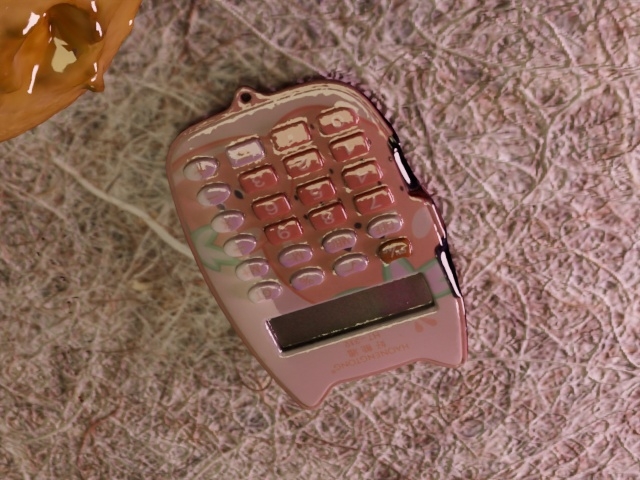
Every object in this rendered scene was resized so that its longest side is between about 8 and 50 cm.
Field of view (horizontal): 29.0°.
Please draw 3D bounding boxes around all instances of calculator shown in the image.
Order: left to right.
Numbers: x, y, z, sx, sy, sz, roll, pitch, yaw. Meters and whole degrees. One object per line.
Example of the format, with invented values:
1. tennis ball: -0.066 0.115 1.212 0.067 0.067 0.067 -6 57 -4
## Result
1. calculator: 0.000 0.000 1.096 0.220 0.048 0.330 -17 121 15

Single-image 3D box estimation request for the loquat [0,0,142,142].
1. loquat: -0.267 -0.211 0.790 0.328 0.328 0.328 1 125 1
